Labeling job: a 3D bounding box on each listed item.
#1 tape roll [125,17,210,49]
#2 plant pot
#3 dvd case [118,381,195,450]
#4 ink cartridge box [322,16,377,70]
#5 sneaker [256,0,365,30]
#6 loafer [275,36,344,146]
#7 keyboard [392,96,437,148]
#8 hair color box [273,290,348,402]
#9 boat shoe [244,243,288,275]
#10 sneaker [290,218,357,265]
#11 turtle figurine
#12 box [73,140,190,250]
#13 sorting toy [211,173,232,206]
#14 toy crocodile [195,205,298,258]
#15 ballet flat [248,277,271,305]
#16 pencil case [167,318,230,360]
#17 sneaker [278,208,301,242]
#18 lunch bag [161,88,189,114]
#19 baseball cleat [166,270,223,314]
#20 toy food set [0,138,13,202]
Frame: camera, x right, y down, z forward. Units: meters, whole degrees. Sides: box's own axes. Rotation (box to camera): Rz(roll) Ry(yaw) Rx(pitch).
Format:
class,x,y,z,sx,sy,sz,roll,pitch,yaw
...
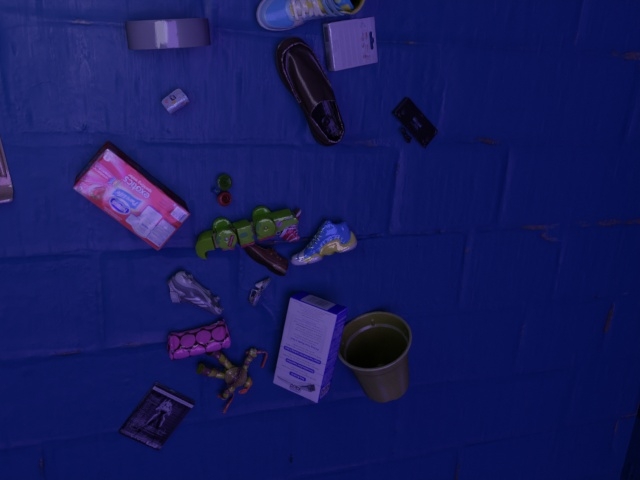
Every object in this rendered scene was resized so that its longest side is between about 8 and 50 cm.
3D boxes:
class,x,y,z,sx,sy,sz,roll,pitch,yaw
tape roll,-0.408,-0.555,1.588,0.219,0.219,0.072,-10,111,-16
plant pot,0.216,0.447,2.168,0.276,0.276,0.254,-25,127,-10
dvd case,-0.568,0.614,2.060,0.164,0.018,0.221,36,95,-25
ink cartridge box,0.095,-0.619,1.858,0.179,0.045,0.146,-21,115,-32
sneaker,-0.018,-0.683,1.690,0.318,0.208,0.127,-23,116,-10
loafer,-0.010,-0.453,1.817,0.133,0.130,0.366,-34,116,-6
keyboard,0.315,-0.390,2.018,0.180,0.023,0.108,41,85,-26
hair color box,-0.036,0.369,2.065,0.110,0.185,0.339,-17,123,-63
boat shoe,-0.179,0.052,1.982,0.178,0.064,0.060,37,63,-28
sneaker,0.000,0.000,2.021,0.240,0.091,0.126,-18,95,-13
turtle figurine,-0.319,0.474,2.060,0.217,0.087,0.270,34,95,-26
box,-0.549,-0.130,1.732,0.300,0.142,0.154,40,92,-26
sorting toy,-0.314,-0.158,1.869,0.061,0.042,0.102,-5,99,-34
toy crocodile,-0.238,-0.028,1.898,0.340,0.115,0.105,-17,119,-11
ballet flat,-0.212,0.169,2.019,0.041,0.041,0.114,29,96,-26
pencil case,-0.408,0.332,1.977,0.209,0.095,0.098,-12,85,-14
sneaker,-0.084,-0.047,1.984,0.067,0.042,0.118,32,103,-22
lunch bag,-0.421,-0.403,1.714,0.071,0.083,0.053,-36,117,-4
baseball cleat,-0.419,0.187,1.944,0.109,0.072,0.206,-36,113,11
toy food set,-0.971,-0.237,1.570,0.219,0.092,0.306,-10,111,-17
